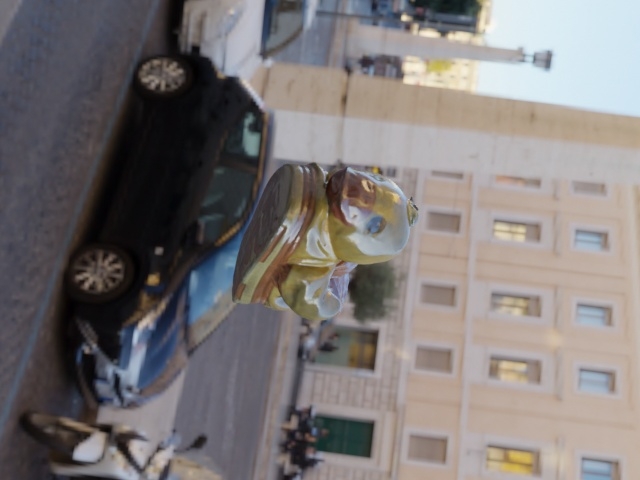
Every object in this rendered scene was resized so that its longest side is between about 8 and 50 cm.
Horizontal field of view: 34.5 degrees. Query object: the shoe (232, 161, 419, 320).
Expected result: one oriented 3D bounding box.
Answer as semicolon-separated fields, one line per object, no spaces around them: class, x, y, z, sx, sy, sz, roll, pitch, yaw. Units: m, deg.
shoe;-0.001;-0.001;0.510;0.072;0.069;0.109;-97;-150;-50
